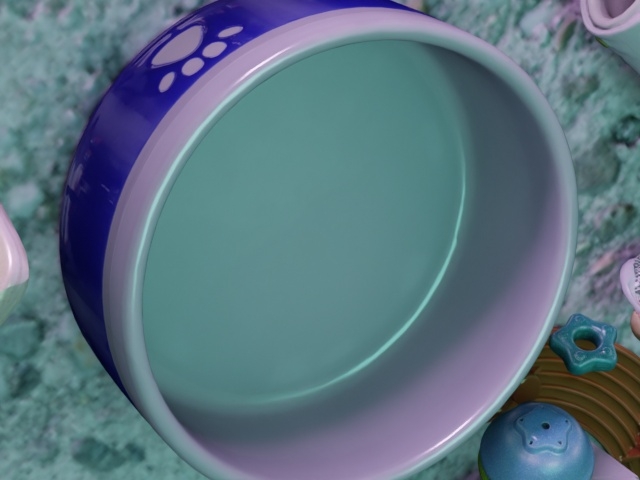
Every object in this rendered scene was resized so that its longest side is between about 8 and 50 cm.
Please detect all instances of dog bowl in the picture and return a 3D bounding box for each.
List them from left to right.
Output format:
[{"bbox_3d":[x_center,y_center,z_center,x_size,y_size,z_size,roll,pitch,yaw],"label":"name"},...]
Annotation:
[{"bbox_3d":[0.000,0.000,0.896,0.265,0.104,0.264,-11,115,-25],"label":"dog bowl"}]

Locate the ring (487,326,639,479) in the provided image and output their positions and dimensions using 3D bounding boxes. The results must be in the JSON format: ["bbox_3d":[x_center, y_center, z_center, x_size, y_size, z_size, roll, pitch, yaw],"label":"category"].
[{"bbox_3d":[0.114,0.215,1.095,0.337,0.032,0.336,-11,116,-24],"label":"ring"}]

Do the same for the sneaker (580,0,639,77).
[{"bbox_3d":[0.270,-0.205,0.960,0.169,0.108,0.292,32,94,-38],"label":"sneaker"}]

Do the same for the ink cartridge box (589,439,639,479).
[{"bbox_3d":[0.159,0.230,1.071,0.104,0.060,0.180,-27,121,-18],"label":"ink cartridge box"}]

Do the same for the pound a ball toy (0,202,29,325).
[{"bbox_3d":[-0.267,-0.072,0.620,0.136,0.319,0.208,-46,137,9],"label":"pound a ball toy"}]

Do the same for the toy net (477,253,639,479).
[{"bbox_3d":[0.168,0.063,1.031,0.232,0.122,0.045,-35,150,-28],"label":"toy net"}]
